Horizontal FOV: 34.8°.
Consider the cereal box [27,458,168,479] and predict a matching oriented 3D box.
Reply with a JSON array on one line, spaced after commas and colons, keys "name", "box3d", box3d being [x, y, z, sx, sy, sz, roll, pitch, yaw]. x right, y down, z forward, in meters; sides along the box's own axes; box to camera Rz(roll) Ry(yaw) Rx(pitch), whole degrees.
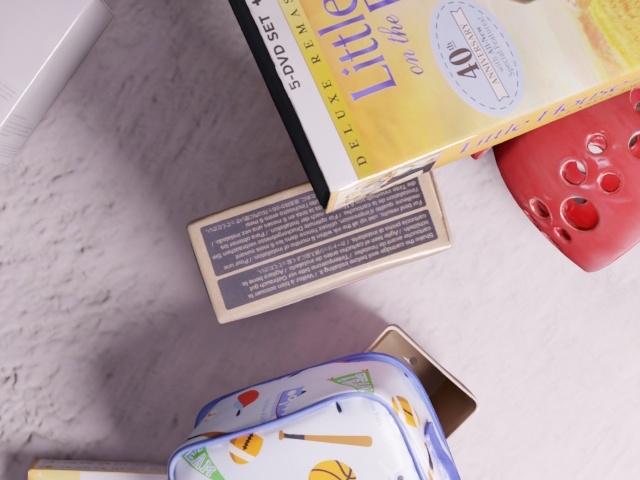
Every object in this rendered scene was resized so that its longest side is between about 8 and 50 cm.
[{"name": "cereal box", "box3d": [-0.156, 0.299, 0.970, 0.240, 0.047, 0.173, 3, 92, -3]}]

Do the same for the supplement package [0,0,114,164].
[{"name": "supplement package", "box3d": [-0.286, -0.172, 0.928, 0.105, 0.105, 0.179, 36, 90, -1]}]

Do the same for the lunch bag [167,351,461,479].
[{"name": "lunch bag", "box3d": [0.025, 0.258, 0.872, 0.243, 0.115, 0.303, -21, 100, 15]}]

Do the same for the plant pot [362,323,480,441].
[{"name": "plant pot", "box3d": [0.070, 0.141, 0.945, 0.109, 0.096, 0.109, 42, 100, -2]}]

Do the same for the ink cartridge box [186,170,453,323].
[{"name": "ink cartridge box", "box3d": [0.000, 0.000, 0.875, 0.193, 0.234, 0.088, -18, 87, 0]}]

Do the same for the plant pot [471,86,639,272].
[{"name": "plant pot", "box3d": [0.242, -0.096, 0.907, 0.174, 0.191, 0.191, 44, 90, 1]}]

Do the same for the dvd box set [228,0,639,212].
[{"name": "dvd box set", "box3d": [0.133, -0.237, 0.775, 0.420, 0.062, 0.307, -22, 79, -10]}]
